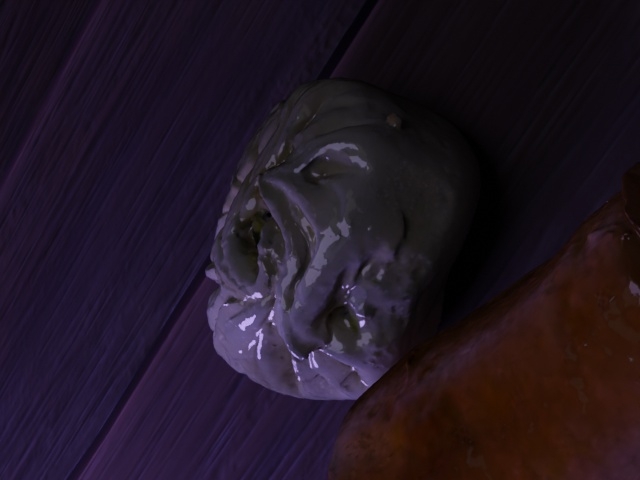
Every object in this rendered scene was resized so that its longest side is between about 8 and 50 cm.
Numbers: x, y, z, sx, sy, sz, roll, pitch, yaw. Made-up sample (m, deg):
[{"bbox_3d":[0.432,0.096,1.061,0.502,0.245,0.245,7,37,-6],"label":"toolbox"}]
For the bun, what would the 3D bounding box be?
[{"bbox_3d":[0.000,0.000,0.987,0.229,0.145,0.229,-3,86,45],"label":"bun"}]

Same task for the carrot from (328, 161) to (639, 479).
[{"bbox_3d":[0.136,0.081,0.761,0.254,0.196,0.196,-58,47,44],"label":"carrot"}]
